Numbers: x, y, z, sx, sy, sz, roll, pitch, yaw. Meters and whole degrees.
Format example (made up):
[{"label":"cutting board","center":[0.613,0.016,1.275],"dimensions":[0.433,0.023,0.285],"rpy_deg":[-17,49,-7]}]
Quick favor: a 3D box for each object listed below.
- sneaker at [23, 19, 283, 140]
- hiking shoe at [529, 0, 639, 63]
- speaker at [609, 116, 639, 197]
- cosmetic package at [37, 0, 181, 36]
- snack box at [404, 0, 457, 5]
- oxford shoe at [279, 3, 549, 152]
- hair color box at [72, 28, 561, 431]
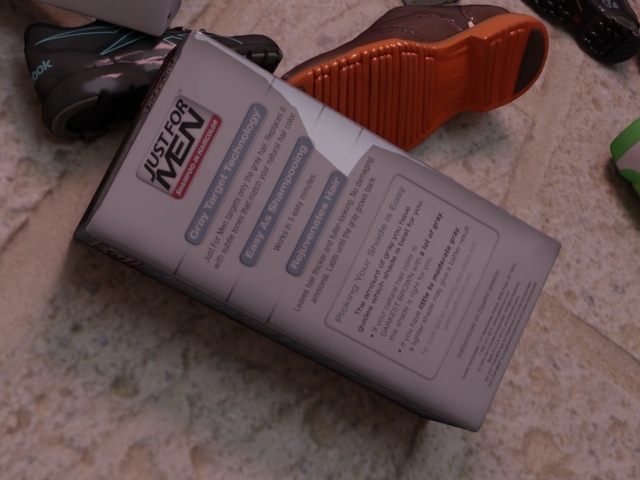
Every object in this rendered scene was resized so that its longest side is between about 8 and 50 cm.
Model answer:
[{"label":"sneaker","center":[-0.150,-0.174,1.070],"dimensions":[0.267,0.101,0.106],"rpy_deg":[-16,67,-41]},{"label":"hiking shoe","center":[0.348,-0.342,1.558],"dimensions":[0.227,0.086,0.114],"rpy_deg":[45,36,-12]},{"label":"speaker","center":[0.479,-0.026,1.381],"dimensions":[0.131,0.131,0.297],"rpy_deg":[-20,72,-42]},{"label":"cosmetic package","center":[-0.232,-0.277,1.019],"dimensions":[0.231,0.117,0.085],"rpy_deg":[17,32,-1]},{"label":"snack box","center":[0.116,-0.360,1.430],"dimensions":[0.100,0.037,0.141],"rpy_deg":[-19,71,-40]},{"label":"oxford shoe","center":[0.079,-0.183,1.248],"dimensions":[0.363,0.130,0.132],"rpy_deg":[-18,38,-34]},{"label":"hair color box","center":[0.000,0.000,0.987],"dimensions":[0.374,0.113,0.185],"rpy_deg":[29,80,-15]}]
